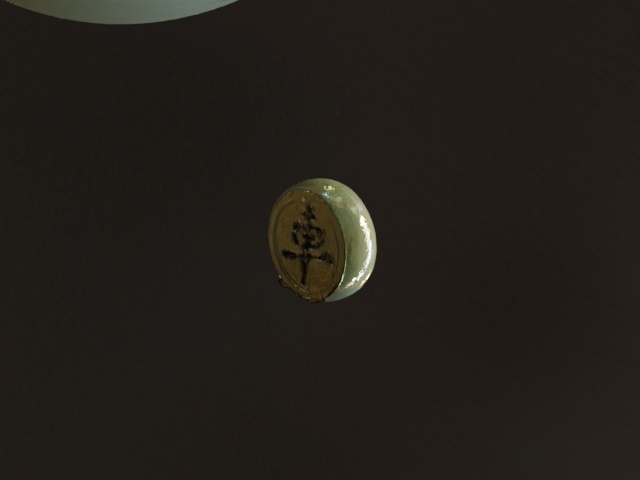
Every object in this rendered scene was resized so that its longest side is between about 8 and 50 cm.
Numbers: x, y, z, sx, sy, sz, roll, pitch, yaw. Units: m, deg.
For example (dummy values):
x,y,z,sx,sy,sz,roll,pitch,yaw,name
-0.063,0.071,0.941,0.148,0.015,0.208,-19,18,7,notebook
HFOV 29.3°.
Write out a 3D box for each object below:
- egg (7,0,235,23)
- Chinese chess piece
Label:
x,y,z,sx,sy,sz,roll,pitch,yaw,name
-0.062,-0.199,0.397,0.230,0.371,0.230,2,-99,-15,egg
0.000,0.000,0.821,0.034,0.084,0.084,-15,-67,-41,Chinese chess piece
